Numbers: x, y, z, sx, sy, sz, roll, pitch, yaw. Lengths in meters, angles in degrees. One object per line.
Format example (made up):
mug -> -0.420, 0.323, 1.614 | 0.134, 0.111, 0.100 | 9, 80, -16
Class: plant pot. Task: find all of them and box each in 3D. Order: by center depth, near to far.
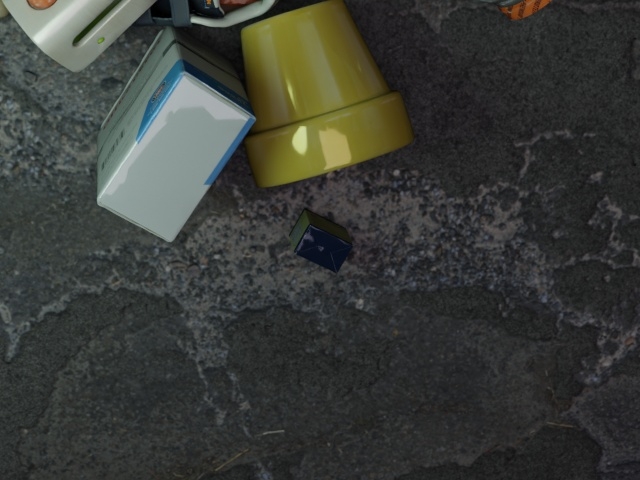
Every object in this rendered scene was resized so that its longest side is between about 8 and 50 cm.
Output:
plant pot -> -0.011, -0.228, 1.885 | 0.254, 0.254, 0.239 | -17, 98, -1

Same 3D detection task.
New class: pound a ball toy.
pound a ball toy -> -0.349, -0.398, 1.771 | 0.319, 0.208, 0.136 | -41, 156, 6

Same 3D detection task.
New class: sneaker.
sneaker -> -0.212, -0.379, 1.849 | 0.321, 0.127, 0.126 | -8, 113, -4

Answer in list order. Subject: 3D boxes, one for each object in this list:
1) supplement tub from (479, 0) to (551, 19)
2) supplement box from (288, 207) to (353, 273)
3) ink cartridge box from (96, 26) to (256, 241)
supplement tub -> 0.233, -0.487, 1.833 | 0.316, 0.193, 0.193 | 41, 101, -20
supplement box -> 0.000, 0.000, 2.050 | 0.083, 0.083, 0.056 | 26, 106, -17
ink cartridge box -> -0.220, -0.166, 1.832 | 0.129, 0.307, 0.223 | 30, 104, -20
